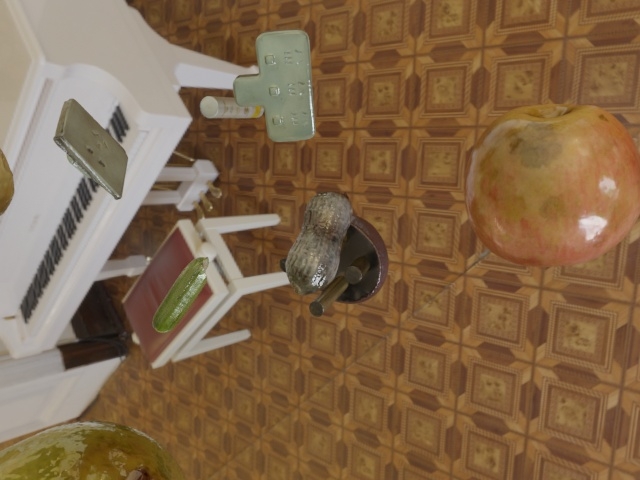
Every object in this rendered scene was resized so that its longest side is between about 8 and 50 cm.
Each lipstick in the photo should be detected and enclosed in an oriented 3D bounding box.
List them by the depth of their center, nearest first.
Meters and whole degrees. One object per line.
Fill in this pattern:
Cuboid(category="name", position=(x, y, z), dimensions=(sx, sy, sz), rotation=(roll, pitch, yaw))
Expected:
Cuboid(category="lipstick", position=(-0.245, -0.376, 1.484), dimensions=(0.059, 0.264, 0.059), rotation=(5, 105, 20))

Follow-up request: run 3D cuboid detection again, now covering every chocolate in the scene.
Cuboid(category="chocolate", position=(0.000, 0.000, 1.094), dimensions=(0.110, 0.110, 0.248), rotation=(-6, 58, 40))

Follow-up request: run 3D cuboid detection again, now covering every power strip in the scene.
Cuboid(category="power strip", position=(-0.534, -0.202, 1.195), dimensions=(0.065, 0.198, 0.213), rotation=(-30, 39, 8))
Cuboid(category="power strip", position=(-0.114, -0.373, 1.281), dimensions=(0.194, 0.059, 0.264), rotation=(-4, 120, 1))

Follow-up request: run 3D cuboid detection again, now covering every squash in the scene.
Cuboid(category="squash", position=(-0.354, 0.139, 1.340), dimensions=(0.069, 0.069, 0.238), rotation=(41, 101, 30))

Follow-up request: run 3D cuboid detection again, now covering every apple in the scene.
Cuboid(category="apple", position=(0.482, -0.126, 1.119), dimensions=(0.364, 0.364, 0.363), rotation=(5, 98, 40))

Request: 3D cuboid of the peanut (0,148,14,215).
Cuboid(category="peanut", position=(-0.405, -0.080, 0.570), dimensions=(0.103, 0.098, 0.229), rotation=(69, 161, 6))

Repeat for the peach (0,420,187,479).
Cuboid(category="peach", position=(-0.270, 0.351, 0.558), dimensions=(0.281, 0.315, 0.315), rotation=(-95, 14, -57))

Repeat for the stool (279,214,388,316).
Cuboid(category="stool", position=(0.039, 0.067, 1.472), dimensions=(0.272, 0.178, 0.271), rotation=(7, 104, 30))
